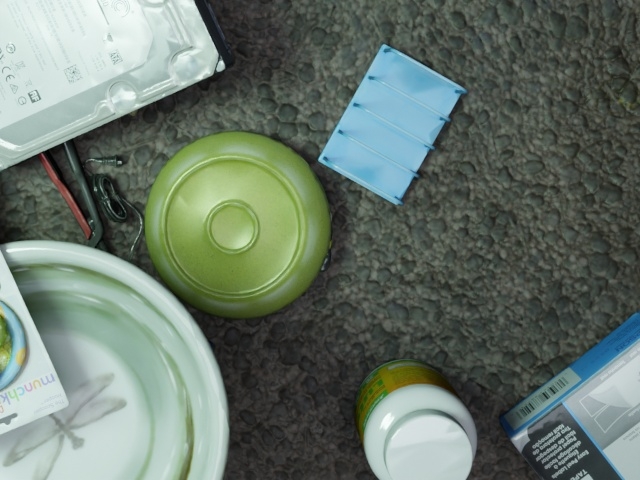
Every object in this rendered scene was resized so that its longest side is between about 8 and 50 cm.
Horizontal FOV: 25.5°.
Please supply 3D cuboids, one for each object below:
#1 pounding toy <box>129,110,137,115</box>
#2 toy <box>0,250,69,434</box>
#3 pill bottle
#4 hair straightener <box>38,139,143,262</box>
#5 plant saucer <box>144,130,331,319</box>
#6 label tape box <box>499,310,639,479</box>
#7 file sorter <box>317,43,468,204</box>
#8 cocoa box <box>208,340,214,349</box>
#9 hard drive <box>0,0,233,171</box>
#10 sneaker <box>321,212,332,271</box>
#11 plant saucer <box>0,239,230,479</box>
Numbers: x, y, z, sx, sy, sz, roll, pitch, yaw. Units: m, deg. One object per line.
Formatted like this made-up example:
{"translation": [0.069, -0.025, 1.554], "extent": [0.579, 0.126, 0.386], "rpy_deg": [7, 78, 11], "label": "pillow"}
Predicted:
{"translation": [-0.249, -0.245, 1.737], "extent": [0.206, 0.094, 0.181], "rpy_deg": [-22, 100, 16], "label": "pounding toy"}
{"translation": [-0.373, 0.093, 1.460], "extent": [0.137, 0.056, 0.237], "rpy_deg": [-23, 92, 5], "label": "toy"}
{"translation": [0.117, 0.234, 1.731], "extent": [0.136, 0.245, 0.136], "rpy_deg": [0, 97, -3], "label": "pill bottle"}
{"translation": [-0.286, -0.073, 1.771], "extent": [0.089, 0.047, 0.230], "rpy_deg": [-27, 95, 0], "label": "hair straightener"}
{"translation": [-0.107, -0.017, 1.776], "extent": [0.241, 0.037, 0.241], "rpy_deg": [1, 96, 5], "label": "plant saucer"}
{"translation": [0.429, 0.296, 1.827], "extent": [0.240, 0.106, 0.333], "rpy_deg": [-38, 97, 2], "label": "label tape box"}
{"translation": [0.091, -0.142, 1.757], "extent": [0.118, 0.104, 0.170], "rpy_deg": [29, 95, -5], "label": "file sorter"}
{"translation": [-0.290, 0.263, 1.715], "extent": [0.228, 0.231, 0.347], "rpy_deg": [19, 94, -2], "label": "cocoa box"}
{"translation": [-0.299, -0.244, 1.664], "extent": [0.339, 0.064, 0.237], "rpy_deg": [-21, 100, 15], "label": "hard drive"}
{"translation": [0.000, 0.000, 1.803], "extent": [0.031, 0.035, 0.083], "rpy_deg": [-1, 97, -2], "label": "sneaker"}
{"translation": [-0.294, 0.196, 1.542], "extent": [0.400, 0.100, 0.400], "rpy_deg": [0, 94, 1], "label": "plant saucer"}
